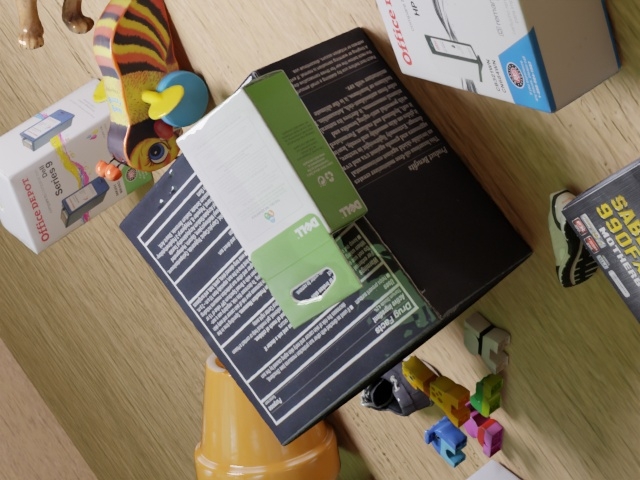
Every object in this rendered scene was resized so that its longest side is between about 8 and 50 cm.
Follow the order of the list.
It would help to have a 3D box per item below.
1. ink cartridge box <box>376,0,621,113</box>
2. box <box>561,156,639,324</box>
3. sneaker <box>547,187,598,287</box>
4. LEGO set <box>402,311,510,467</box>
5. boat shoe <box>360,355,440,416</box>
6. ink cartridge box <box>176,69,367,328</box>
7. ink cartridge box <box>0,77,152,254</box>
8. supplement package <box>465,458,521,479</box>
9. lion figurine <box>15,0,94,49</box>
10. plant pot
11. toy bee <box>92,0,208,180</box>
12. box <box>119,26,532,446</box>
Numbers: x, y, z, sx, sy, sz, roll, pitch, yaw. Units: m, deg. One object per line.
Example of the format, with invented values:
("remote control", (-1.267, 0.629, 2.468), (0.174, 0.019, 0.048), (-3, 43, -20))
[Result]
("ink cartridge box", (0.133, -0.200, 1.316), (0.203, 0.086, 0.148), (22, 140, 53))
("box", (0.316, 0.032, 1.302), (0.231, 0.056, 0.183), (55, 158, 1))
("sneaker", (0.229, -0.003, 1.467), (0.043, 0.040, 0.109), (-123, 19, -44))
("LEGO set", (0.145, 0.167, 1.793), (0.093, 0.087, 0.227), (42, 153, 30))
("boat shoe", (0.073, 0.174, 1.974), (0.206, 0.065, 0.075), (8, 128, 61))
("ink cartridge box", (-0.031, -0.037, 1.464), (0.109, 0.062, 0.209), (-33, 88, 43))
("ink cartridge box", (-0.361, -0.105, 2.276), (0.093, 0.212, 0.154), (36, 150, 39))
("supplement package", (0.221, 0.415, 1.822), (0.262, 0.204, 0.145), (35, 151, 41))
("lion figurine", (-0.356, -0.396, 1.974), (0.392, 0.142, 0.240), (43, 141, 42))
("plant pot", (-0.084, 0.247, 2.250), (0.205, 0.205, 0.188), (21, 123, 55))
("toy bee", (-0.216, -0.152, 1.992), (0.298, 0.162, 0.195), (59, 156, -6))
("box", (0.000, 0.000, 1.625), (0.294, 0.183, 0.296), (54, 135, 7))
